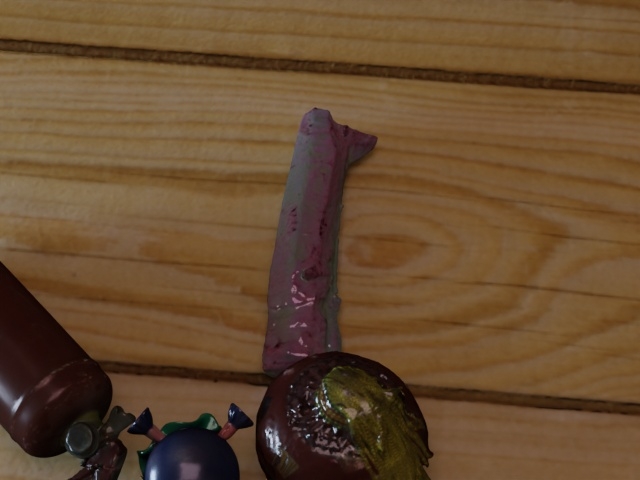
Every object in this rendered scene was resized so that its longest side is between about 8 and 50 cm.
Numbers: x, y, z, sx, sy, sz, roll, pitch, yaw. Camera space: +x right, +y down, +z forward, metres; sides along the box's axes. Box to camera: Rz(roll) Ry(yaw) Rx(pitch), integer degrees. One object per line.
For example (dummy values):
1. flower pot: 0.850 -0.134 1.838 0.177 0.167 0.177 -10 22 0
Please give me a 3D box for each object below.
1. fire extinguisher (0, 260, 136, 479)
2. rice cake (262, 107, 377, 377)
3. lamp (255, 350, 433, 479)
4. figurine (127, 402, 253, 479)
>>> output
1. fire extinguisher: -0.291 0.130 1.808 0.147 0.106 0.337 -49 66 8
2. rice cake: -0.003 0.001 1.899 0.081 0.051 0.290 7 60 6
3. lamp: 0.019 0.167 1.750 0.157 0.135 0.156 -9 58 -5
4. figurine: -0.103 0.240 1.730 0.111 0.102 0.195 -8 58 -13
